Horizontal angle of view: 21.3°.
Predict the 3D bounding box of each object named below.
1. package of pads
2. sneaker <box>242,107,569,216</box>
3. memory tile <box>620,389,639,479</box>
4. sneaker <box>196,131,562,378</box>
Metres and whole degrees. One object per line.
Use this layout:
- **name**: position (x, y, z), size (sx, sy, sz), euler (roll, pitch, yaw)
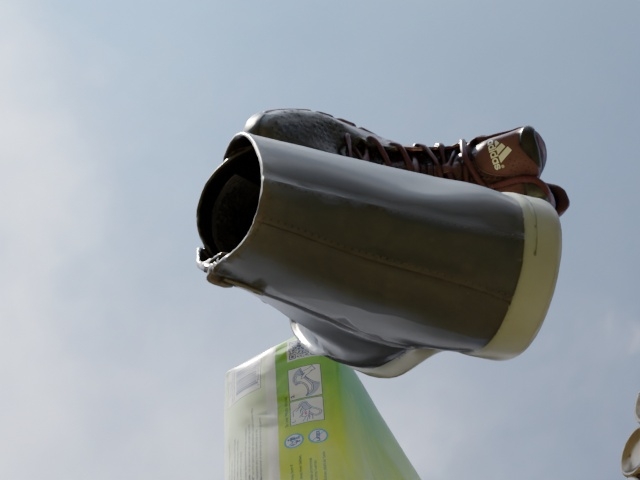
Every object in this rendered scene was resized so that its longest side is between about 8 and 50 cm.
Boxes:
- **package of pads**: position (0.031, 0.244, 1.193), size (0.101, 0.229, 0.296), euler (-23, -55, 13)
- **sneaker**: position (0.086, -0.064, 1.353), size (0.162, 0.281, 0.106), euler (-29, -127, 42)
- **memory tile**: position (0.213, 0.142, 1.042), size (0.012, 0.148, 0.113), euler (24, -23, -14)
- **sneaker**: position (0.000, 0.000, 0.676), size (0.118, 0.222, 0.083), euler (17, -101, -14)
